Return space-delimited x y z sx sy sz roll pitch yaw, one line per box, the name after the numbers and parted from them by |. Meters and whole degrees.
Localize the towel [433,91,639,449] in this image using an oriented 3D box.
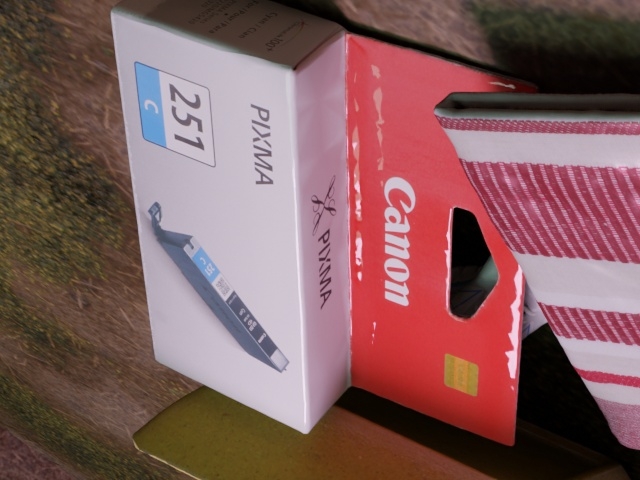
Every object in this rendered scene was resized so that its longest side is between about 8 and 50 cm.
0.225 0.032 0.845 0.237 0.037 0.329 4 144 36 | towel

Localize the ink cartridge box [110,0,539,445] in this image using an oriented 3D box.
0.000 0.000 0.957 0.261 0.066 0.296 21 134 27 | ink cartridge box

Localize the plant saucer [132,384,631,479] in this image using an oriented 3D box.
0.081 0.169 1.147 0.333 0.081 0.333 23 -172 24 | plant saucer

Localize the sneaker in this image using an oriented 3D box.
0.115 0.052 1.009 0.071 0.083 0.190 36 156 -3 | sneaker
